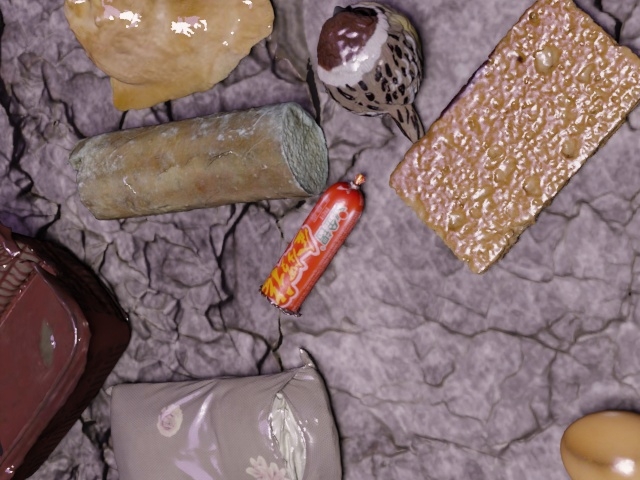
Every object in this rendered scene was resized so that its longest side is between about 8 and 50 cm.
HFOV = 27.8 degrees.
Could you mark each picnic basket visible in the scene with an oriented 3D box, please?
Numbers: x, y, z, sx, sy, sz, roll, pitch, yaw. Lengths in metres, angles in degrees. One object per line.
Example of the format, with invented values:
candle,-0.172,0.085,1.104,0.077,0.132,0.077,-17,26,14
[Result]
picnic basket,-0.326,0.129,1.313,0.222,0.129,0.297,45,109,21

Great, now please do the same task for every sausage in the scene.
sausage,0.000,0.000,1.186,0.145,0.048,0.050,-55,31,17

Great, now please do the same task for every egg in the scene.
egg,0.241,0.177,1.048,0.096,0.080,0.080,9,96,24

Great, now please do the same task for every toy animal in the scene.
toy animal,0.047,-0.144,1.129,0.098,0.098,0.137,-25,86,26

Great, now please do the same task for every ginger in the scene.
ginger,-0.147,-0.214,1.220,0.193,0.122,0.115,-18,64,21

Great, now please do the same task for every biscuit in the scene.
biscuit,0.168,-0.092,1.106,0.131,0.025,0.231,47,111,17

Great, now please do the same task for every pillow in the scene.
pillow,-0.099,0.201,1.238,0.255,0.059,0.169,-11,90,26

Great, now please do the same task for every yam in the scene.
yam,-0.120,-0.071,1.220,0.259,0.093,0.093,-6,89,28
